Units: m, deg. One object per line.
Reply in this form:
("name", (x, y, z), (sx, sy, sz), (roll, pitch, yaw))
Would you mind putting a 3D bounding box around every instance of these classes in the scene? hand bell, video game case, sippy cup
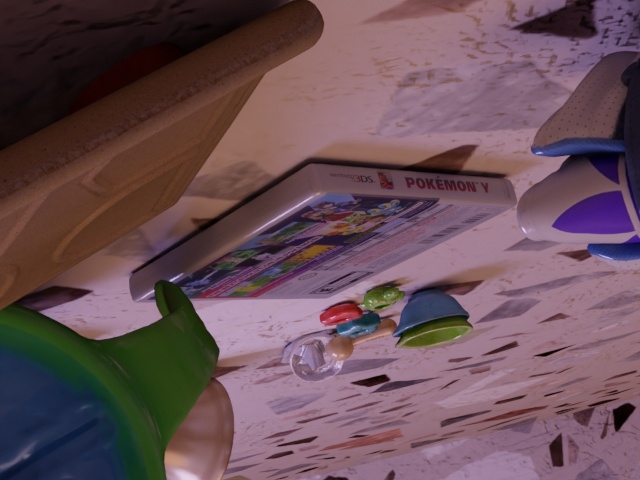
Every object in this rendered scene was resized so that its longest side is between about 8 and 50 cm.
("hand bell", (-0.217, 0.174, 1.106), (0.242, 0.126, 0.126), (15, 150, -35))
("video game case", (0.000, 0.000, 0.787), (0.183, 0.023, 0.201), (1, 159, -43))
("sippy cup", (-0.218, 0.138, 0.699), (0.306, 0.240, 0.224), (3, -178, -14))

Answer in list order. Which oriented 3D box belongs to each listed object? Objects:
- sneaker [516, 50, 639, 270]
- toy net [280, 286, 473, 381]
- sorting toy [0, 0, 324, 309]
("sneaker", (0.204, -0.017, 0.485), (0.236, 0.130, 0.323), (-22, -156, 14))
("toy net", (0.029, 0.097, 1.096), (0.122, 0.045, 0.232), (0, 159, -41))
("sorting toy", (-0.156, 0.008, 0.474), (0.307, 0.041, 0.229), (-34, 179, -32))
